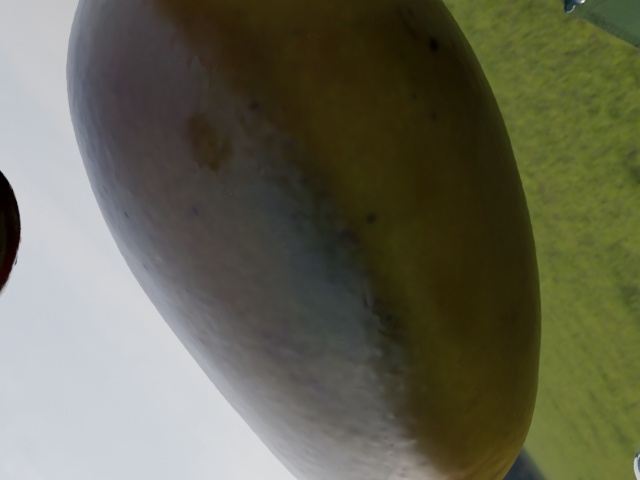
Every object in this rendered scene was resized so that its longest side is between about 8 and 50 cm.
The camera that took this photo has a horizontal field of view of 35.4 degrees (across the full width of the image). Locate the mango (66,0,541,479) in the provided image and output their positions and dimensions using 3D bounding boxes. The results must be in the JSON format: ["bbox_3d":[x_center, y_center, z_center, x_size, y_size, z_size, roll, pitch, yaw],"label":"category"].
[{"bbox_3d":[0.000,0.000,0.641,0.300,0.232,0.446,19,134,55],"label":"mango"}]

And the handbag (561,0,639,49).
[{"bbox_3d":[0.238,-0.184,0.461,0.100,0.268,0.274,61,-155,13],"label":"handbag"}]

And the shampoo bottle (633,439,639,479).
[{"bbox_3d":[0.173,0.088,0.439,0.045,0.077,0.152,39,-178,16],"label":"shampoo bottle"}]

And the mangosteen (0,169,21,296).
[{"bbox_3d":[-0.161,-0.003,0.402,0.081,0.081,0.081,56,-177,-4],"label":"mangosteen"}]
